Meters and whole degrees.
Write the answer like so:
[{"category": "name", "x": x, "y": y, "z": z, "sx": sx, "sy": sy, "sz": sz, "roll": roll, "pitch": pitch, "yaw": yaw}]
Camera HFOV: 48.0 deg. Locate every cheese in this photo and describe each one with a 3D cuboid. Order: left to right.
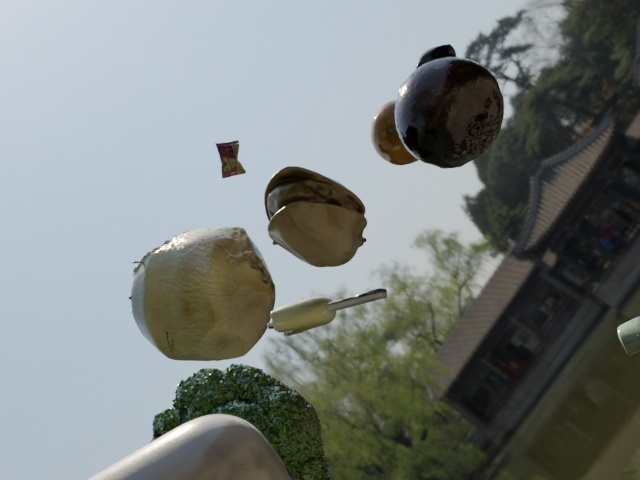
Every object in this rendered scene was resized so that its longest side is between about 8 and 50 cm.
[{"category": "cheese", "x": 0.008, "y": 0.122, "z": 1.253, "sx": 0.234, "sy": 0.050, "sz": 0.127, "roll": -17, "pitch": -13, "yaw": 21}]

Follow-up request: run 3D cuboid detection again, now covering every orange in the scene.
[{"category": "orange", "x": 0.190, "y": -0.255, "z": 1.680, "sx": 0.156, "sy": 0.156, "sz": 0.124, "roll": -58, "pitch": -24, "yaw": 14}]

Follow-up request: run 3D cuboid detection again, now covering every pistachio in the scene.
[{"category": "pistachio", "x": -0.009, "y": -0.031, "z": 1.097, "sx": 0.144, "sy": 0.144, "sz": 0.215, "roll": -54, "pitch": -38, "yaw": 0}]

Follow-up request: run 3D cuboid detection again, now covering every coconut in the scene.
[{"category": "coconut", "x": -0.276, "y": 0.132, "z": 1.830, "sx": 0.346, "sy": 0.360, "sz": 0.347, "roll": -5, "pitch": -90, "yaw": -74}]

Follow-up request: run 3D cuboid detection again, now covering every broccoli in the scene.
[{"category": "broccoli", "x": -0.146, "y": 0.389, "z": 1.350, "sx": 0.310, "sy": 0.413, "sz": 0.321, "roll": -8, "pitch": -67, "yaw": -61}]

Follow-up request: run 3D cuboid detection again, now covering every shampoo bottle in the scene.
[{"category": "shampoo bottle", "x": 0.569, "y": 0.116, "z": 1.109, "sx": 0.212, "sy": 0.049, "sz": 0.072, "roll": -29, "pitch": 1, "yaw": 30}]

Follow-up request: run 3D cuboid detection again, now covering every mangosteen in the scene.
[{"category": "mangosteen", "x": 0.180, "y": -0.198, "z": 1.050, "sx": 0.172, "sy": 0.184, "sz": 0.172, "roll": -17, "pitch": -26, "yaw": -8}]

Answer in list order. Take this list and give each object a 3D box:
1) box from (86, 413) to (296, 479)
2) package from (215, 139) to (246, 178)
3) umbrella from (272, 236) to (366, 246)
[{"category": "box", "x": -0.183, "y": 0.374, "z": 0.855, "sx": 0.348, "sy": 0.141, "sz": 0.289, "roll": -30, "pitch": -54, "yaw": -5}, {"category": "package", "x": -0.208, "y": -0.190, "z": 1.664, "sx": 0.059, "sy": 0.083, "sz": 0.029, "roll": -13, "pitch": 0, "yaw": -19}, {"category": "umbrella", "x": 0.000, "y": 0.000, "z": 1.222, "sx": 0.027, "sy": 0.165, "sz": 0.025, "roll": -160, "pitch": 69, "yaw": -73}]
